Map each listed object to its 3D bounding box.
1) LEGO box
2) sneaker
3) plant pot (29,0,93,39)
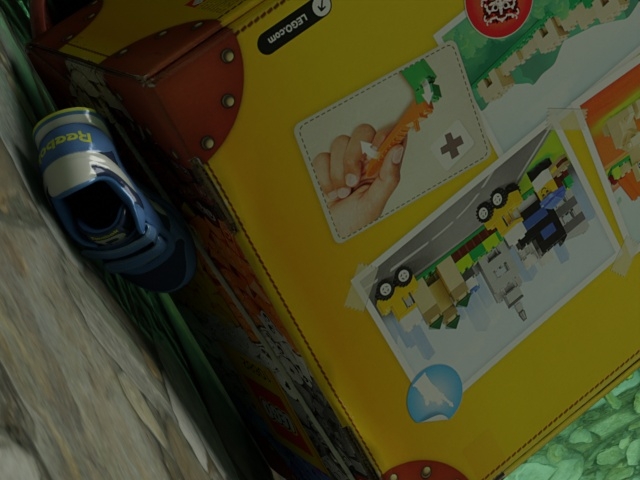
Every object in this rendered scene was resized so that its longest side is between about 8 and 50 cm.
[{"bbox_3d":[0.123,-0.101,1.148,0.193,0.500,0.372,24,-34,58],"label":"LEGO box"},{"bbox_3d":[-0.115,-0.009,0.963,0.144,0.053,0.059,53,14,-43],"label":"sneaker"},{"bbox_3d":[-0.105,-0.218,1.288,0.272,0.272,0.265,60,-5,-30],"label":"plant pot"}]
